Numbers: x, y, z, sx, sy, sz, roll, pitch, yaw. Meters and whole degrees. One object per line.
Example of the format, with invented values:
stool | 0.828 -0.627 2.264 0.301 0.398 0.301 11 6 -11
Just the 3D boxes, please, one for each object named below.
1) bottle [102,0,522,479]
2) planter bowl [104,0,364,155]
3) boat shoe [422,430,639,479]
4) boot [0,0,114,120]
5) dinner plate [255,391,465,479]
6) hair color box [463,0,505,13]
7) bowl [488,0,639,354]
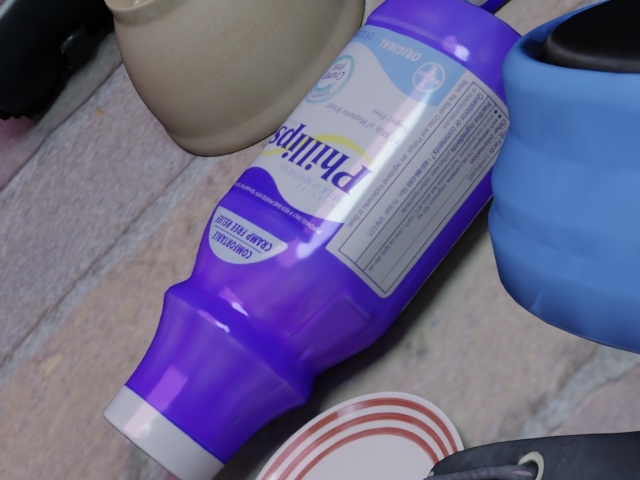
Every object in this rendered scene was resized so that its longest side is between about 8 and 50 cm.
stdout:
bottle | 0.000 0.000 0.903 0.283 0.092 0.118 -51 37 -7
planter bowl | -0.068 -0.151 1.105 0.162 0.109 0.162 -26 40 24
boat shoe | 0.210 0.093 0.531 0.500 0.187 0.156 -21 48 38
boot | -0.184 -0.177 1.204 0.207 0.094 0.246 -47 2 -2
dinner plate | 0.014 0.136 0.824 0.141 0.017 0.141 -27 39 24
hair color box | 0.155 -0.298 1.028 0.339 0.110 0.185 -41 37 10
bowl | 0.243 -0.054 0.529 0.391 0.077 0.391 -9 12 2
